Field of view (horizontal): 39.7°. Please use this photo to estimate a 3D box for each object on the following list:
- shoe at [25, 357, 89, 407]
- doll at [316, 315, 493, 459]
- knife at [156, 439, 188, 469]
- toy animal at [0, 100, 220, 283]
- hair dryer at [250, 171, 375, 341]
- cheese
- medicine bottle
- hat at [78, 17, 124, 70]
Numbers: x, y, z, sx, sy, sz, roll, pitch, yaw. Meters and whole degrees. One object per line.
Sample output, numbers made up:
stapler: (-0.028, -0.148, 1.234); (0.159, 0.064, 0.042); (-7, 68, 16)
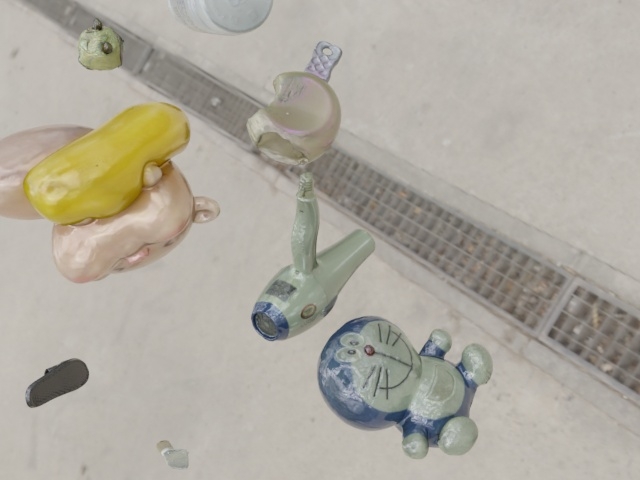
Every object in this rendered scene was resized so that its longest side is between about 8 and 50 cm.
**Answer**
shoe: (-0.494, 0.259, 1.625); (0.053, 0.159, 0.062); (-2, 103, 25)
doll: (0.123, 0.220, 1.380); (0.154, 0.258, 0.228); (-46, 19, 53)
knife: (-0.262, 0.381, 1.587); (0.298, 0.047, 0.017); (157, 108, -75)
toy animal: (-0.326, -0.038, 1.255); (0.345, 0.247, 0.277); (-12, 25, 4)
hair dryer: (0.013, 0.011, 1.516); (0.119, 0.296, 0.298); (27, 113, 24)
cheese: (-0.028, -0.270, 1.667); (0.082, 0.163, 0.286); (113, 177, -58)
medicine bottle: (-0.252, -0.604, 2.186); (0.190, 0.190, 0.332); (-61, 27, 2)
hat: (-0.371, -0.330, 1.497); (0.059, 0.076, 0.077); (111, 157, -59)
